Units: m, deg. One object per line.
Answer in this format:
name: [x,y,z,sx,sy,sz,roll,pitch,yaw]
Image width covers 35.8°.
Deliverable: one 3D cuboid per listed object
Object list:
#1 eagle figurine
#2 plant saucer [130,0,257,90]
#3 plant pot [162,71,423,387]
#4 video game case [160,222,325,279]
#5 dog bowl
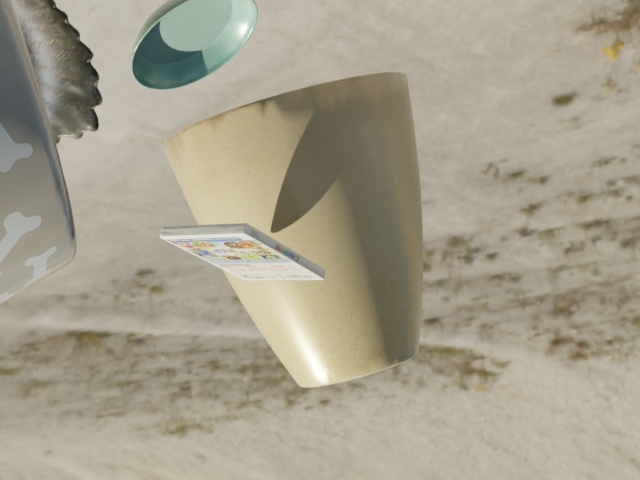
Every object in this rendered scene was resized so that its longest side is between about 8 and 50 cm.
eagle figurine: [-0.359,-0.167,0.841,0.298,0.226,0.225,7,124,-33]
plant saucer: [-0.109,-0.173,0.826,0.119,0.021,0.119,-29,163,-10]
plant pot: [0.000,0.000,1.007,0.257,0.274,0.256,-16,-179,0]
video game case: [-0.063,0.011,0.829,0.087,0.011,0.122,-1,161,32]
dog bowl: [-0.245,-0.116,0.597,0.102,0.348,0.349,-20,175,-19]
